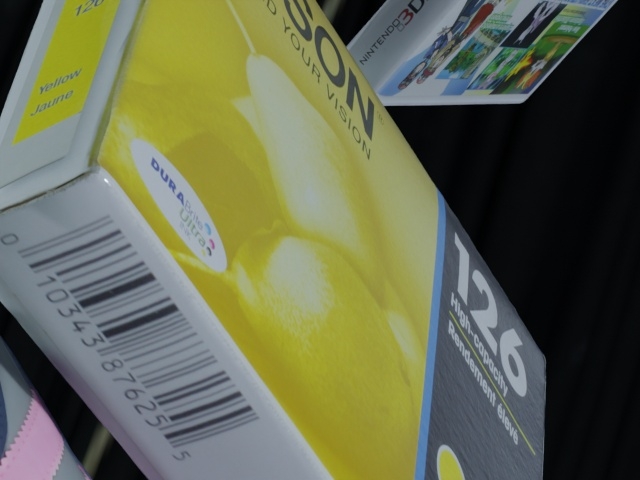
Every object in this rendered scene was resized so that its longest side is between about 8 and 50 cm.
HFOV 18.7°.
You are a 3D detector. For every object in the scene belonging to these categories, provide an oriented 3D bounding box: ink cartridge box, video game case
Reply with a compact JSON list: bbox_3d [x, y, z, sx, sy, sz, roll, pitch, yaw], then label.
[{"bbox_3d":[0.000,0.000,0.751,0.072,0.307,0.303,-20,124,24],"label":"ink cartridge box"},{"bbox_3d":[0.165,-0.198,1.144,0.036,0.300,0.329,46,-162,12],"label":"video game case"}]

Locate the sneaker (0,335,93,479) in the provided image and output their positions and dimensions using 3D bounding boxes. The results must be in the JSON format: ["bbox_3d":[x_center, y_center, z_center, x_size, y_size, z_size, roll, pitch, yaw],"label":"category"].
[{"bbox_3d":[-0.103,0.118,0.644,0.112,0.319,0.131,-29,165,31],"label":"sneaker"}]
